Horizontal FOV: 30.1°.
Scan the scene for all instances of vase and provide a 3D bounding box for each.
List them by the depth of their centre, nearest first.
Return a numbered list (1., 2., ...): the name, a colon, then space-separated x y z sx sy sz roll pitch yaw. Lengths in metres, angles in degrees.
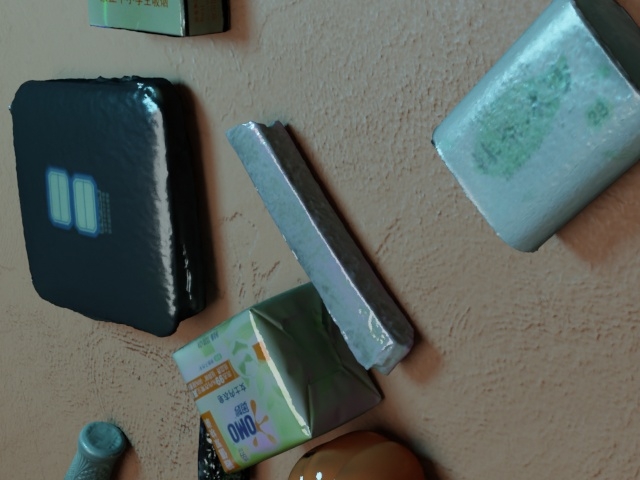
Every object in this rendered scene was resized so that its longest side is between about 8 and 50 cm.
1. vase: -0.380 0.392 1.936 0.096 0.096 0.219 43 126 26

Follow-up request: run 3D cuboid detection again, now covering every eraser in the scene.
1. eraser: 0.230 -0.118 1.180 0.174 0.081 0.227 56 135 15

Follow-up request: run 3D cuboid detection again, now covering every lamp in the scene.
1. lamp: 0.042 0.330 1.454 0.188 0.164 0.187 14 113 37

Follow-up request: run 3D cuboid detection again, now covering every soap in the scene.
1. soap: -0.059 0.175 1.516 0.199 0.138 0.182 -32 82 44

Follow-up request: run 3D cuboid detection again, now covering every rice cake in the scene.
1. rice cake: 0.000 0.000 1.457 0.073 0.056 0.365 -44 72 43

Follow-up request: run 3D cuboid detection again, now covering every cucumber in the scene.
1. cucumber: -0.135 0.260 1.666 0.074 0.074 0.241 19 115 39

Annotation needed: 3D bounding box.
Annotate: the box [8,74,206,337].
1. box: -0.306 -0.057 1.711 0.350 0.091 0.359 8 109 41

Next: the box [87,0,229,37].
1. box: -0.216 -0.419 1.504 0.198 0.084 0.310 15 114 41
